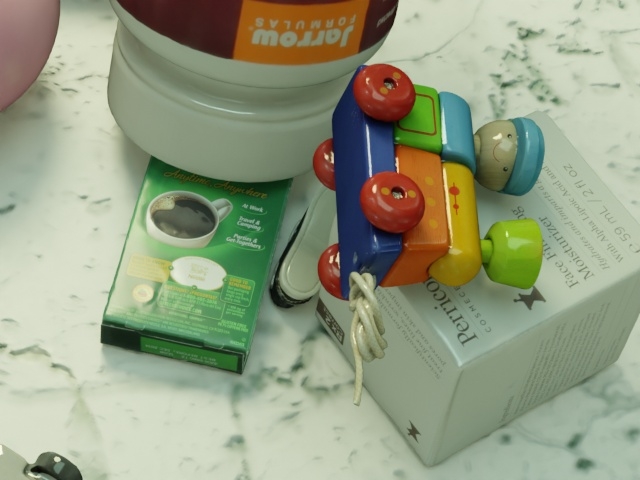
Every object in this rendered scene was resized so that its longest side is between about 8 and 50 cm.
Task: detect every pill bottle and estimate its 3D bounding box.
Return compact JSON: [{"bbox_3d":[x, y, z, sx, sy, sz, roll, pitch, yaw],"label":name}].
[{"bbox_3d":[-0.037,-0.251,1.331,0.224,0.392,0.224,9,37,-6],"label":"pill bottle"}]

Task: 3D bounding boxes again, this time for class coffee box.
[{"bbox_3d":[-0.089,0.004,1.393,0.113,0.040,0.184,12,57,-1],"label":"coffee box"}]

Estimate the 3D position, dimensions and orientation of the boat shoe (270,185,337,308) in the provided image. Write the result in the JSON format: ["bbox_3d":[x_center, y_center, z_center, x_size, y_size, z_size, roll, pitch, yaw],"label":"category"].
[{"bbox_3d":[0.000,0.000,1.410,0.046,0.038,0.125,33,58,-10],"label":"boat shoe"}]

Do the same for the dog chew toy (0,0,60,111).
[{"bbox_3d":[-0.360,-0.142,1.364,0.332,0.206,0.206,-32,67,-16],"label":"dog chew toy"}]

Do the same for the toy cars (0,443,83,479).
[{"bbox_3d":[-0.262,0.230,1.203,0.393,0.087,0.176,-4,63,-14],"label":"toy cars"}]

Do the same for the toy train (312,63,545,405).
[{"bbox_3d":[0.080,0.008,1.205,0.143,0.105,0.248,8,55,-16],"label":"toy train"}]

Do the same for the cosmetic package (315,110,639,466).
[{"bbox_3d":[0.117,0.034,1.336,0.183,0.151,0.151,-27,64,-22],"label":"cosmetic package"}]
